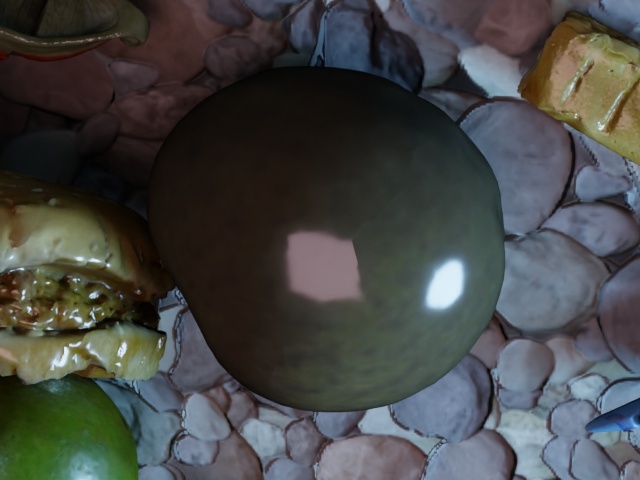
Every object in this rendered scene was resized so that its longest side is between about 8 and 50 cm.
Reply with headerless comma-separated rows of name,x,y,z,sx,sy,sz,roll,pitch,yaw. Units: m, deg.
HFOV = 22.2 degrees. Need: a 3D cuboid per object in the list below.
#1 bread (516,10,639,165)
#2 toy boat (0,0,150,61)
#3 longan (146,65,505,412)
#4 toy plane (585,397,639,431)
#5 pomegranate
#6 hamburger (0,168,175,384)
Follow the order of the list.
bread,0.204,-0.100,1.104,0.132,0.053,0.074,30,117,-6
toy boat,-0.210,-0.169,1.128,0.185,0.089,0.071,22,154,-15
longan,0.000,0.000,1.099,0.248,0.248,0.248,4,116,8
toy plane,0.306,0.091,1.167,0.246,0.078,0.169,-21,110,26
pomegranate,-0.239,0.157,1.249,0.241,0.190,0.159,44,107,25
hamburger,-0.247,0.017,1.141,0.283,0.259,0.145,5,88,13
